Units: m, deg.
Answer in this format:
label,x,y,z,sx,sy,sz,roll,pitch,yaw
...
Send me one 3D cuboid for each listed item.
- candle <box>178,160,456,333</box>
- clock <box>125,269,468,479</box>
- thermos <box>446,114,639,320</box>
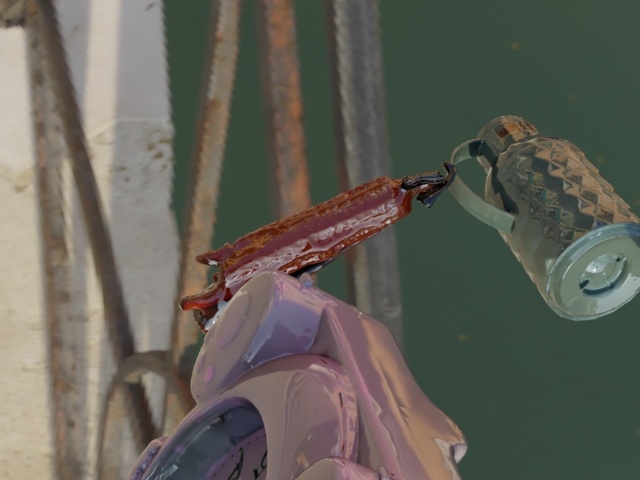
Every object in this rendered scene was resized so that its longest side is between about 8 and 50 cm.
label,x,y,z,sx,sy,sz,roll,pitch,yaw
candle,0.000,0.000,1.381,0.302,0.059,0.084,-26,133,-5
clock,-0.049,0.205,0.774,0.113,0.295,0.322,27,106,-20
thermos,0.259,-0.042,1.690,0.182,0.286,0.145,-5,129,-23
